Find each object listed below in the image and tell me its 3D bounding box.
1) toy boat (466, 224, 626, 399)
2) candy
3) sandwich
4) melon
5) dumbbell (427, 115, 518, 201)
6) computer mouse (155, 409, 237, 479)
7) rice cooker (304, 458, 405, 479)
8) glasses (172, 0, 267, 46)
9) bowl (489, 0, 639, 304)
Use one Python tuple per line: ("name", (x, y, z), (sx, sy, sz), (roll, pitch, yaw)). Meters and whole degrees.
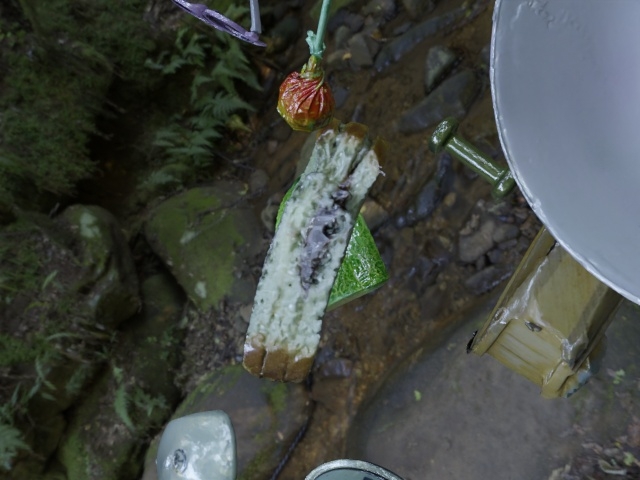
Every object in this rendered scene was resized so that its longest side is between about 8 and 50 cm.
("toy boat", (0.346, -0.020, 0.691), (0.136, 0.162, 0.445), (31, 86, 19))
("candy", (-0.002, -0.173, 0.522), (0.201, 0.061, 0.060), (108, 170, -57))
("sandwich", (-0.005, -0.002, 0.726), (0.288, 0.100, 0.254), (-68, -1, -54))
("melon", (0.001, -0.016, 1.130), (0.196, 0.124, 0.323), (-24, 63, 13))
("dumbbell", (0.183, -0.096, 0.684), (0.046, 0.118, 0.052), (-48, -14, -8))
("computer mouse", (-0.139, 0.222, 0.591), (0.182, 0.056, 0.089), (-34, 51, 55))
("rice cooker", (0.052, 0.524, 0.959), (0.317, 0.264, 0.316), (-32, 2, 1))
("glasses", (-0.088, -0.264, 0.579), (0.140, 0.063, 0.103), (34, 99, 38))
("bowl", (0.246, -0.101, 0.293), (0.287, 0.144, 0.286), (26, 124, 44))
